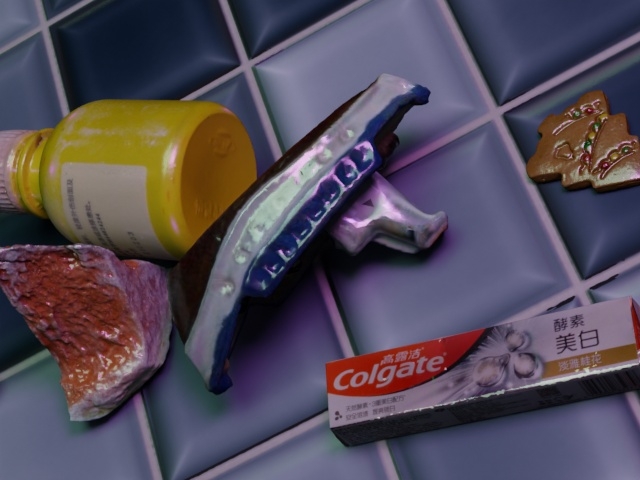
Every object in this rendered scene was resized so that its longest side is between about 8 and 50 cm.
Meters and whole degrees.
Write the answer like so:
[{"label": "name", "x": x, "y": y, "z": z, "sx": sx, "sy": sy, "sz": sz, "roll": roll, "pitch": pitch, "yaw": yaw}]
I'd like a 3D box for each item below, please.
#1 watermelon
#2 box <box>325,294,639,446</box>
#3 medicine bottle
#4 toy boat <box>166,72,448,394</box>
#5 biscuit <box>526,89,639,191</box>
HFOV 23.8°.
[{"label": "watermelon", "x": -0.171, "y": 0.033, "z": 1.138, "sx": 0.098, "sy": 0.158, "sz": 0.121, "roll": -21, "pitch": 28, "yaw": 16}, {"label": "box", "x": 0.109, "y": 0.088, "z": 1.009, "sx": 0.218, "sy": 0.039, "sz": 0.055, "roll": -13, "pitch": 59, "yaw": 20}, {"label": "medicine bottle", "x": -0.166, "y": -0.049, "z": 1.181, "sx": 0.212, "sy": 0.122, "sz": 0.122, "roll": 4, "pitch": 65, "yaw": 30}, {"label": "toy boat", "x": 0.000, "y": 0.000, "z": 1.083, "sx": 0.262, "sy": 0.114, "sz": 0.115, "roll": -43, "pitch": 84, "yaw": -2}, {"label": "biscuit", "x": 0.190, "y": -0.063, "z": 1.070, "sx": 0.082, "sy": 0.016, "sz": 0.092, "roll": -47, "pitch": 51, "yaw": -4}]
